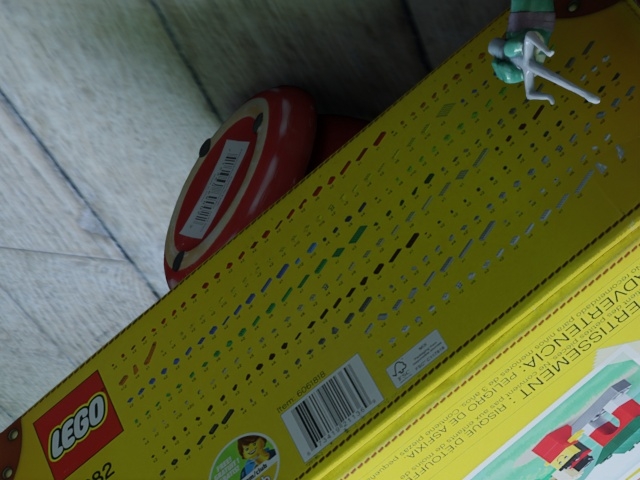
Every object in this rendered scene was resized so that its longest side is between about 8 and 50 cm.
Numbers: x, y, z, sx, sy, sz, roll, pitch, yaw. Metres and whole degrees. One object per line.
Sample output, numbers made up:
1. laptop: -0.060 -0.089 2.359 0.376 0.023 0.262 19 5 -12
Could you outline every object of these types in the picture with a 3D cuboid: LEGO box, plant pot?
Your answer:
1. LEGO box: 0.094 0.125 1.216 0.500 0.193 0.372 -39 136 9
2. plant pot: 0.000 0.000 1.360 0.174 0.191 0.191 28 154 -22

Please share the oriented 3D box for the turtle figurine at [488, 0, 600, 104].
1. turtle figurine: 0.098 -0.162 1.006 0.234 0.118 0.175 20 148 25
